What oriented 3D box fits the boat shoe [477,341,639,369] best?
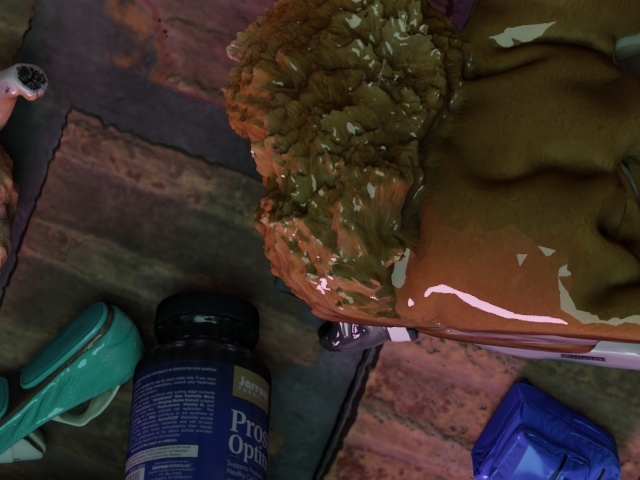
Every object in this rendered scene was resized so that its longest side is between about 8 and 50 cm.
[{"bbox_3d":[0.215,0.068,1.634,0.219,0.078,0.070,8,75,5],"label":"boat shoe"}]

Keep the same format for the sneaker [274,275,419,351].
[{"bbox_3d":[0.000,0.000,1.612,0.106,0.078,0.234,-21,107,5],"label":"sneaker"}]

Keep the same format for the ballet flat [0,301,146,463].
[{"bbox_3d":[-0.258,0.153,1.667,0.247,0.083,0.087,-34,116,13],"label":"ballet flat"}]

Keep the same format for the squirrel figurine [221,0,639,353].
[{"bbox_3d":[0.125,-0.110,1.447,0.397,0.281,0.370,6,84,-10],"label":"squirrel figurine"}]

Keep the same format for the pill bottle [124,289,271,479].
[{"bbox_3d":[-0.105,0.161,1.589,0.123,0.123,0.219,2,63,1],"label":"pill bottle"}]

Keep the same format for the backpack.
[{"bbox_3d":[0.207,0.205,1.655,0.120,0.101,0.098,29,112,-10],"label":"backpack"}]

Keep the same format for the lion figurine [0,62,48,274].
[{"bbox_3d":[-0.385,-0.126,1.566,0.392,0.142,0.240,51,134,3],"label":"lion figurine"}]
